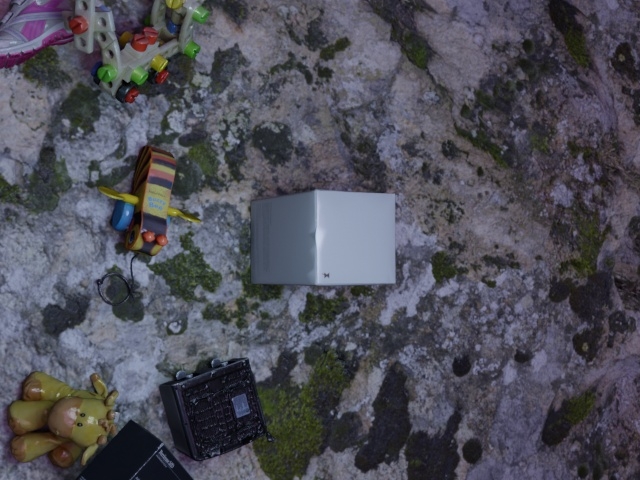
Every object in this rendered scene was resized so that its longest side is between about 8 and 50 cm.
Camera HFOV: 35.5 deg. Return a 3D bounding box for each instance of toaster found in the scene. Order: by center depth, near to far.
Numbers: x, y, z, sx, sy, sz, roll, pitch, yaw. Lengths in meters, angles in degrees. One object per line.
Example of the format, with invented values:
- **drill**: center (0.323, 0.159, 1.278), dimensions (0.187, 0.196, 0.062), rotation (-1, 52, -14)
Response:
- **toaster**: center (-0.203, 0.329, 1.932), dimensions (0.168, 0.110, 0.186), rotation (-18, 96, -27)

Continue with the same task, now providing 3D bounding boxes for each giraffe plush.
- **giraffe plush**: center (-0.435, 0.323, 1.775), dimensions (0.210, 0.170, 0.181), rotation (-3, 89, -28)

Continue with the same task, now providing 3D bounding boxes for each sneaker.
- **sneaker**: center (-0.530, -0.390, 1.799), dimensions (0.252, 0.103, 0.111), rotation (-33, 100, -32)

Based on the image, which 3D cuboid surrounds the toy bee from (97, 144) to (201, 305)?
- **toy bee**: center (-0.311, -0.034, 1.861), dimensions (0.195, 0.162, 0.298), rotation (-7, 91, -30)

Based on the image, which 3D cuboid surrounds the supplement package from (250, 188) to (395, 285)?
- **supplement package**: center (0.000, 0.000, 1.948), dimensions (0.175, 0.293, 0.177), rotation (1, 88, -28)

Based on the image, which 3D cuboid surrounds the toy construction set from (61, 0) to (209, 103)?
- **toy construction set**: center (-0.324, -0.379, 1.827), dimensions (0.151, 0.215, 0.327), rotation (46, 40, 15)

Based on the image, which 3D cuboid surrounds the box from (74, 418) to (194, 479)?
- **box**: center (-0.321, 0.475, 1.806), dimensions (0.184, 0.103, 0.261), rotation (-45, 139, -20)
